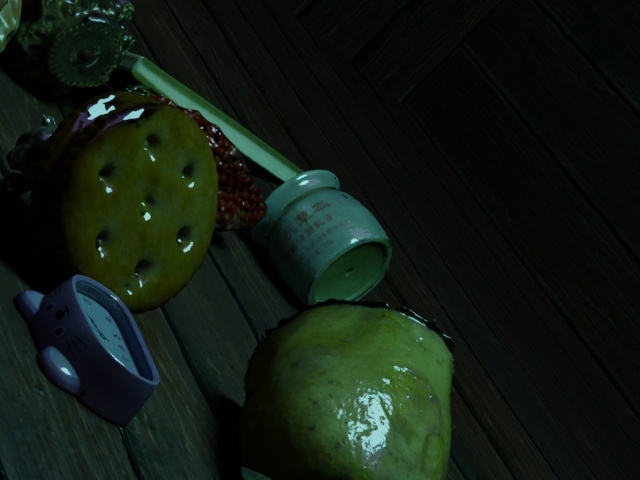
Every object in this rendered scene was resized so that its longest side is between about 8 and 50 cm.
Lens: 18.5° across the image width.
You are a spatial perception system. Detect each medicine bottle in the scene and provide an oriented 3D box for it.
[{"bbox_3d":[0.000,0.000,2.554,0.143,0.147,0.147,50,13,29],"label":"medicine bottle"}]

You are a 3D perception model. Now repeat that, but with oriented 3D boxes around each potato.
[{"bbox_3d":[0.023,0.199,1.897,0.229,0.229,0.266,42,27,-14],"label":"potato"}]

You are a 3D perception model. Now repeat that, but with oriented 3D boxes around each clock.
[{"bbox_3d":[-0.209,0.089,1.768,0.110,0.050,0.152,35,15,-39],"label":"clock"}]

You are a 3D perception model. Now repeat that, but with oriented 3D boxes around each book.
[{"bbox_3d":[-0.188,-0.168,2.565,0.239,0.035,0.352,24,-8,47],"label":"book"}]

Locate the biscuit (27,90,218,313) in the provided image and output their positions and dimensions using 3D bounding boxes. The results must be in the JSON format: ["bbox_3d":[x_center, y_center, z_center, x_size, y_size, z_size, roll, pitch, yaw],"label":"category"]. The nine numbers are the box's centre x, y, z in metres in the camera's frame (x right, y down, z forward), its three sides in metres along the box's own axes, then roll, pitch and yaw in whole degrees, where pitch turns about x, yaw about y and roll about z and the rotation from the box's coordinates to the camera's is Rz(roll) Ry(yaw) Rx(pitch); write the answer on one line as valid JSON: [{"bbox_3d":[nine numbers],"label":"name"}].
[{"bbox_3d":[-0.188,-0.035,1.904,0.066,0.220,0.220,11,-12,38],"label":"biscuit"}]

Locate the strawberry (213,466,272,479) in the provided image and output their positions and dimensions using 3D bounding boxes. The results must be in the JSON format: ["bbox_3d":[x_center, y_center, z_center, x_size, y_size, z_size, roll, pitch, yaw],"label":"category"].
[{"bbox_3d":[-0.030,0.278,1.489,0.184,0.187,0.201,-45,129,-72],"label":"strawberry"}]

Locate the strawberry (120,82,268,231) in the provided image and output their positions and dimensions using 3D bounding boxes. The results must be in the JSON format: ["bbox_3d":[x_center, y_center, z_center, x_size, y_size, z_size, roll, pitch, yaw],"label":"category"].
[{"bbox_3d":[-0.172,-0.082,2.384,0.236,0.106,0.175,38,-21,-3],"label":"strawberry"}]

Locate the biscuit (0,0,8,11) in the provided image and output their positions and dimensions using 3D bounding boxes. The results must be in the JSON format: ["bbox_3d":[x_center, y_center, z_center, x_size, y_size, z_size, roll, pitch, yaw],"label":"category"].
[{"bbox_3d":[-0.521,-0.354,1.924,0.394,0.076,0.368,-3,57,-51],"label":"biscuit"}]

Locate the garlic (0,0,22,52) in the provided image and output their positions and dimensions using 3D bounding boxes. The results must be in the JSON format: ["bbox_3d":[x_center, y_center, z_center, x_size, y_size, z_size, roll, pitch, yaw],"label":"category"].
[{"bbox_3d":[-0.464,-0.322,2.100,0.338,0.151,0.196,33,25,-35],"label":"garlic"}]

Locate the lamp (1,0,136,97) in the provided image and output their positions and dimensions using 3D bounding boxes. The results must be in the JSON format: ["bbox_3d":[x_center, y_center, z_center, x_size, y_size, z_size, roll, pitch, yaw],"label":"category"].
[{"bbox_3d":[-0.333,-0.298,2.389,0.177,0.177,0.274,32,17,-48],"label":"lamp"}]

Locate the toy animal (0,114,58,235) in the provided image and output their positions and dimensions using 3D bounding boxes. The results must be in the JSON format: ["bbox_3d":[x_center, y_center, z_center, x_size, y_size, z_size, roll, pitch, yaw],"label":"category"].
[{"bbox_3d":[-0.240,-0.051,1.968,0.225,0.121,0.094,33,15,-48],"label":"toy animal"}]
